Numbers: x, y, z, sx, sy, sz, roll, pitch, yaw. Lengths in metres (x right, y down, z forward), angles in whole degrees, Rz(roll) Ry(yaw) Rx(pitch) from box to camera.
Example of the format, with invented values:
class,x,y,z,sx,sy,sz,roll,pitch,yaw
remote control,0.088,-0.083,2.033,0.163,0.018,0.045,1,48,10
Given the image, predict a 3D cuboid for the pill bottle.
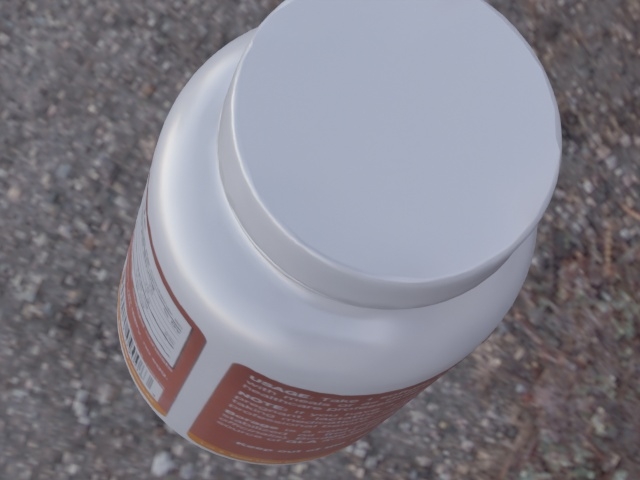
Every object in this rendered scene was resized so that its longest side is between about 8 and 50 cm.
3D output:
class,x,y,z,sx,sy,sz,roll,pitch,yaw
pill bottle,0.000,0.000,0.491,0.121,0.216,0.121,4,72,-11
